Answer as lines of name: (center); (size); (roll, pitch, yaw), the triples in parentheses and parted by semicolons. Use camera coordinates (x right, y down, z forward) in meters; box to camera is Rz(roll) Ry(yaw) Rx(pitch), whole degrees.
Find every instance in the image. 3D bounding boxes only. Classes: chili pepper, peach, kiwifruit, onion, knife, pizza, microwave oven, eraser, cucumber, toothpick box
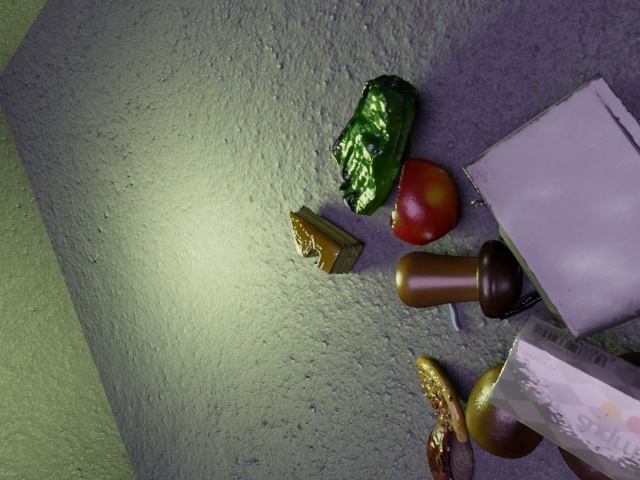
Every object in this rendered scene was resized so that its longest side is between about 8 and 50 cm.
chili pepper: (0.158, -0.260, 1.267); (0.213, 0.168, 0.384); (59, 142, 42)
peach: (0.254, -0.105, 1.211); (0.196, 0.190, 0.226); (-33, 84, 47)
kiwifruit: (0.469, 0.415, 1.149); (0.196, 0.196, 0.233); (23, 112, 28)
onion: (0.346, 0.608, 1.292); (0.098, 0.151, 0.205); (-11, 75, 48)
knife: (0.356, 0.153, 1.285); (0.028, 0.015, 0.210); (-14, 88, 39)
pizza: (0.329, 0.428, 1.266); (0.127, 0.058, 0.246); (97, 155, -62)
microwave oven: (0.567, -0.063, 0.983); (0.374, 0.236, 0.432); (-35, 78, 31)
eraser: (0.570, 0.340, 0.935); (0.397, 0.082, 0.213); (27, 108, 32)
cucumber: (0.509, 0.167, 1.178); (0.135, 0.033, 0.034); (-33, 117, 32)
toothpick box: (0.352, 0.100, 1.173); (0.294, 0.192, 0.192); (-4, 95, 33)

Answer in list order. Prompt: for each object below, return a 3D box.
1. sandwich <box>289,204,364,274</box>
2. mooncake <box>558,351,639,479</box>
sandwich: (0.000, 0.000, 1.434); (0.236, 0.122, 0.128); (36, 111, 26)
mooncake: (0.700, 0.403, 1.001); (0.334, 0.174, 0.325); (19, 102, 31)
